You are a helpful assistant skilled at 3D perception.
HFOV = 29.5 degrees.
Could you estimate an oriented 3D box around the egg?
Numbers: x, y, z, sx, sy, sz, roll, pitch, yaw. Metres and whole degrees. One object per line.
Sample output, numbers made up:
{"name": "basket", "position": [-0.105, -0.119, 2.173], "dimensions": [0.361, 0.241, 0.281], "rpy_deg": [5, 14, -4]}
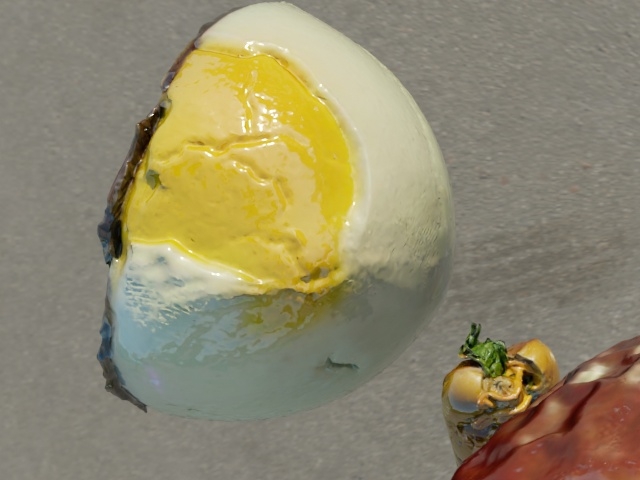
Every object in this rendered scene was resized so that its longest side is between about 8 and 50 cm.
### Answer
{"name": "egg", "position": [0.000, 0.000, 0.893], "dimensions": [0.201, 0.337, 0.337], "rpy_deg": [19, 102, 24]}

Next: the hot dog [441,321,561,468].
{"name": "hot dog", "position": [0.116, 0.123, 0.732], "dimensions": [0.072, 0.188, 0.055], "rpy_deg": [-20, 46, -2]}

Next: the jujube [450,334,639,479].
{"name": "jujube", "position": [0.136, 0.121, 0.474], "dimensions": [0.183, 0.243, 0.183], "rpy_deg": [10, 114, 25]}
